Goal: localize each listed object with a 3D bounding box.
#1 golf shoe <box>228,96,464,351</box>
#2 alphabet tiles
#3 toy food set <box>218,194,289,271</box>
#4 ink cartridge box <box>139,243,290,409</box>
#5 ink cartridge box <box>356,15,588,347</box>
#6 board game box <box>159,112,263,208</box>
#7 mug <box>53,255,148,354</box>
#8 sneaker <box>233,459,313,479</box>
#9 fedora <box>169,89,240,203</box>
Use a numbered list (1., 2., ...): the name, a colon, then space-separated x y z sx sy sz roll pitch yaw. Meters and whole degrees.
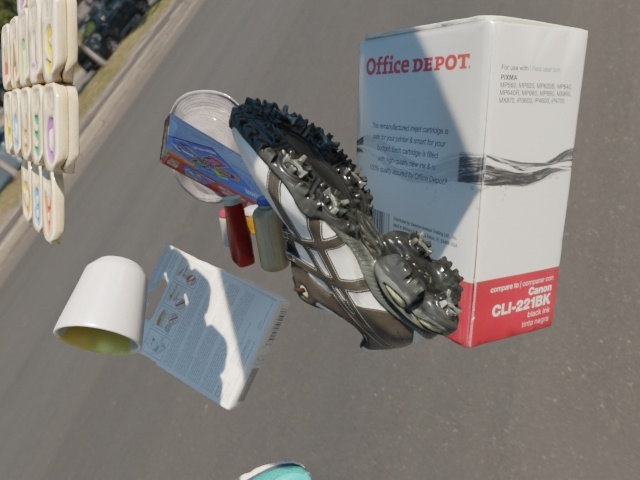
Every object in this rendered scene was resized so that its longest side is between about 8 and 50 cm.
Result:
1. golf shoe: 0.000 0.000 0.357 0.094 0.198 0.077 -39 5 35
2. alphabet tiles: -0.272 -0.145 0.517 0.284 0.021 0.277 18 107 51
3. toy food set: -0.080 -0.032 0.766 0.111 0.104 0.232 -16 23 -21
4. ink cartridge box: -0.182 0.130 0.861 0.225 0.056 0.180 24 89 23
5. ink cartridge box: 0.129 -0.064 0.541 0.197 0.114 0.272 26 120 59
6. board game box: -0.176 -0.131 1.063 0.027 0.281 0.145 -45 34 24
7. mug: -0.168 0.049 0.422 0.078 0.062 0.064 -16 54 32
8. sneaker: -0.112 0.371 0.647 0.275 0.107 0.110 -30 0 -27
9. fedora: -0.261 -0.193 1.264 0.244 0.275 0.124 5 40 19
